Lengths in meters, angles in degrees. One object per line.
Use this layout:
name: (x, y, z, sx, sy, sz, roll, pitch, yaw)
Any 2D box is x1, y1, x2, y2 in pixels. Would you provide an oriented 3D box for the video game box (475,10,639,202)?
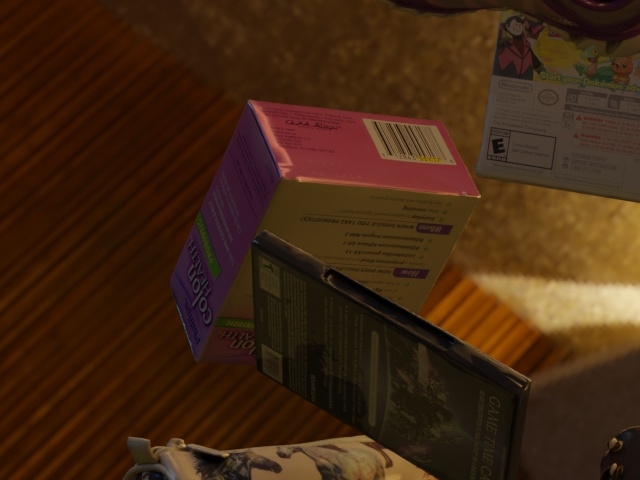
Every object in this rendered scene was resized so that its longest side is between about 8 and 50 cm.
video game box: (0.232, -0.125, 1.494, 0.205, 0.048, 0.187, 11, -82, 22)

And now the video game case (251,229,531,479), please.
video game case: (0.056, 0.118, 1.716, 0.274, 0.026, 0.196, 29, -33, 21)

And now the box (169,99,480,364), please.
box: (0.000, 0.000, 1.892, 0.243, 0.213, 0.117, -65, -146, 36)

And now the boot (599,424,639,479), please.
boot: (0.317, 0.331, 2.109, 0.377, 0.284, 0.138, -19, -68, 20)

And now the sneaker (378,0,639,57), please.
sneaker: (0.132, -0.195, 1.328, 0.236, 0.095, 0.104, 12, -6, -2)

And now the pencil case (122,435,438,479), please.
pencil case: (-0.005, 0.275, 2.025, 0.160, 0.410, 0.184, 16, -72, 59)
